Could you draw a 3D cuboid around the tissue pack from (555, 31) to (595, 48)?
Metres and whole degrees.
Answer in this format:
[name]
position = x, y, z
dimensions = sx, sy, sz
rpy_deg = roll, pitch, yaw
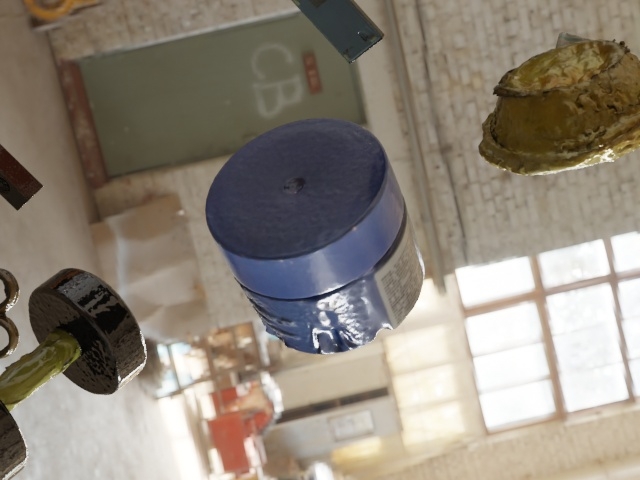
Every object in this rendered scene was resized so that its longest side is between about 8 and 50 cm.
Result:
[tissue pack]
position = 0.346, -0.232, 1.500
dimensions = 0.023, 0.056, 0.108
rpy_deg = 125, -21, -87

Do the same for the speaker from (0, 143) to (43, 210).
[speaker]
position = -0.517, -0.133, 1.670
dimensions = 0.191, 0.040, 0.046
rpy_deg = 45, 43, -11

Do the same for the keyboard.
[keyboard]
position = -0.009, -0.264, 1.131
dimensions = 0.176, 0.055, 0.014
rpy_deg = 46, 40, -13

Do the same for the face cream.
[face cream]
position = 0.000, 0.000, 1.429
dimensions = 0.249, 0.249, 0.225
rpy_deg = -103, 171, -46

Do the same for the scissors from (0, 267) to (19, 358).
[scissors]
position = -0.387, 0.070, 1.068
dimensions = 0.017, 0.220, 0.088
rpy_deg = -5, 94, -66

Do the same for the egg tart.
[egg tart]
position = 0.226, -0.126, 0.966
dimensions = 0.191, 0.191, 0.074
rpy_deg = -103, 171, -65

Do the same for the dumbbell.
[dumbbell]
position = -0.436, 0.205, 1.608
dimensions = 0.322, 0.203, 0.204
rpy_deg = -41, 131, -38
